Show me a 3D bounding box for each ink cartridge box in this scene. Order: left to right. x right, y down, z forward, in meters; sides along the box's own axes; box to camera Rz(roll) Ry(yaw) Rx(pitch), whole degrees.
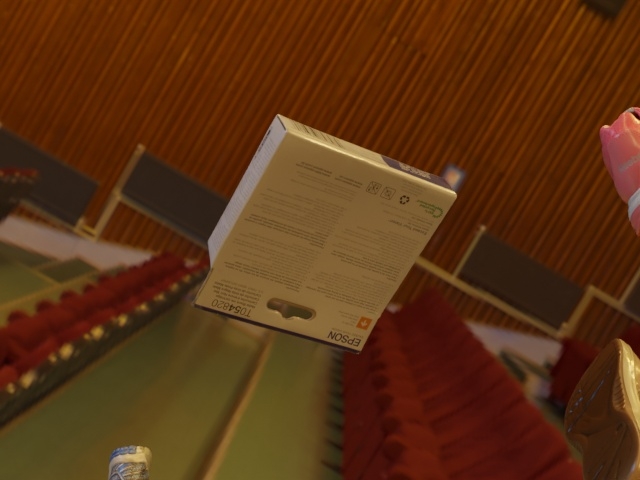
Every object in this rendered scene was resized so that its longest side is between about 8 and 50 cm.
[{"bbox_3d":[0.000,0.000,1.194,0.223,0.224,0.045,19,23,-29],"label":"ink cartridge box"}]

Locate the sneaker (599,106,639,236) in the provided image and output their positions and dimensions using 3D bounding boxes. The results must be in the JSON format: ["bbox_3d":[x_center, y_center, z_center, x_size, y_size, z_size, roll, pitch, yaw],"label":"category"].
[{"bbox_3d":[0.392,-0.093,1.238,0.136,0.116,0.314,60,25,11],"label":"sneaker"}]

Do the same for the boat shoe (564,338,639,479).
[{"bbox_3d":[0.325,0.199,1.143,0.098,0.109,0.302,31,18,-3],"label":"boat shoe"}]

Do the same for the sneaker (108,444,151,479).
[{"bbox_3d":[-0.196,0.263,1.109,0.052,0.135,0.058,0,45,-10],"label":"sneaker"}]
